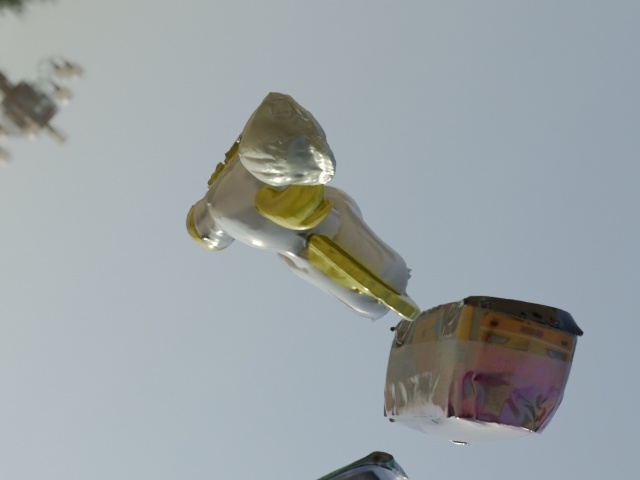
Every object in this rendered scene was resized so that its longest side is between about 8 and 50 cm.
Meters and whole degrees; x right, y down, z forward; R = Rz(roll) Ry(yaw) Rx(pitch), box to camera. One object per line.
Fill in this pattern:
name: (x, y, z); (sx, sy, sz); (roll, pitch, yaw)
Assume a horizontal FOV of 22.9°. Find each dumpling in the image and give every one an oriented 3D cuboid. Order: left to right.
dumpling: (-0.017, -0.054, 0.920); (0.077, 0.059, 0.043); (-65, 176, 36)

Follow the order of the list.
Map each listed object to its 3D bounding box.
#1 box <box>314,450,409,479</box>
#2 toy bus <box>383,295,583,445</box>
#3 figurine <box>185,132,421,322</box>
box: (-0.022, 0.413, 2.096); (0.336, 0.264, 0.106); (-27, -113, 1)
toy bus: (0.204, 0.177, 2.044); (0.386, 0.171, 0.162); (144, -43, -75)
figurine: (-0.002, -0.001, 1.069); (0.109, 0.178, 0.129); (-51, -143, -5)
